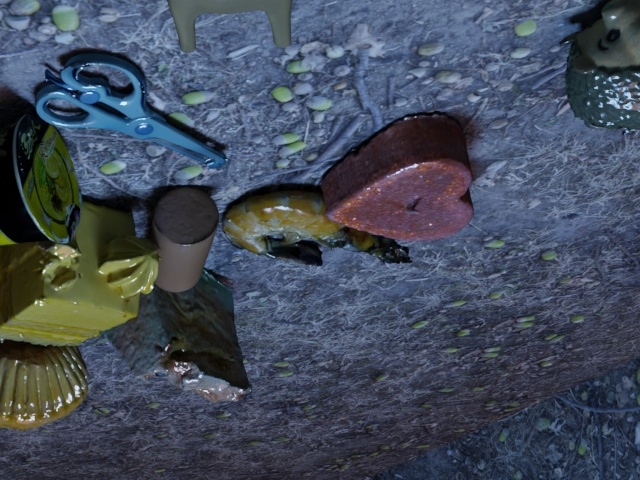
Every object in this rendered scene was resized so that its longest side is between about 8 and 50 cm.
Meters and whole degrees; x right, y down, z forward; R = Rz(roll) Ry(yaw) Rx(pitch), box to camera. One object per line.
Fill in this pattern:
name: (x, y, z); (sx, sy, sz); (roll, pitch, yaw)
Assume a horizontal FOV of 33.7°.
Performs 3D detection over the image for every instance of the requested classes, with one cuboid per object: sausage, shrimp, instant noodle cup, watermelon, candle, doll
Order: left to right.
instant noodle cup: (-0.528, -0.076, 1.674); (0.236, 0.216, 0.215); (-12, 154, 11)
watermelon: (-0.299, 0.203, 2.182); (0.264, 0.302, 0.151); (22, 130, -40)
sausage: (-0.271, 0.008, 2.022); (0.123, 0.123, 0.253); (-1, 155, -15)
shrimp: (0.000, 0.000, 2.141); (0.445, 0.085, 0.272); (14, 151, -34)
candle: (0.145, -0.092, 1.943); (0.287, 0.131, 0.317); (-7, 153, 3)
doll: (0.546, -0.277, 1.598); (0.349, 0.247, 0.247); (-9, 155, 14)

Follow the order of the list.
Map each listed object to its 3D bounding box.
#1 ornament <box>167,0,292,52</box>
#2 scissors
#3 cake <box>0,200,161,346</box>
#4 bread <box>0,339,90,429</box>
ornament: (-0.152, -0.340, 1.415); (0.230, 0.061, 0.245); (-5, 155, -3)
scissors: (-0.286, -0.194, 1.703); (0.180, 0.032, 0.393); (-26, 148, 30)
cake: (-0.452, 0.045, 1.929); (0.227, 0.222, 0.286); (13, 147, -41)
bread: (-0.577, 0.240, 2.031); (0.274, 0.274, 0.149); (1, 121, -18)
